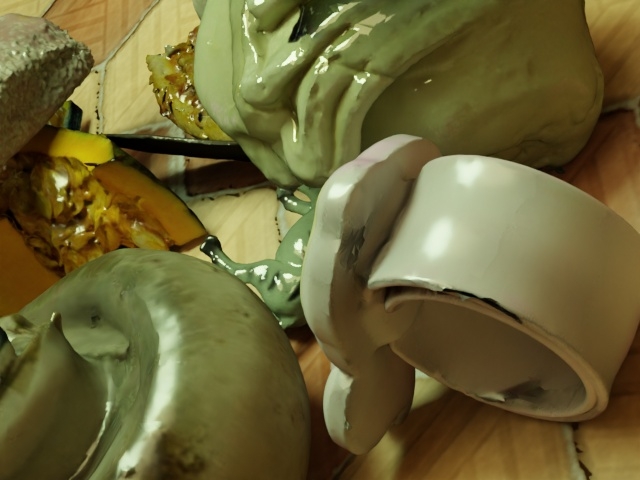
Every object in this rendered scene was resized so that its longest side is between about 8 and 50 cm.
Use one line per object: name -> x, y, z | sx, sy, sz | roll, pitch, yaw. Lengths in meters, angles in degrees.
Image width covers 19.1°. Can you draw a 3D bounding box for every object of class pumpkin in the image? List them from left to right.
pumpkin -> -0.260, -0.002, 1.800 | 0.190, 0.139, 0.280 | -52, 30, -14

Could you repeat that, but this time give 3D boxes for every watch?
watch -> 0.111, 0.052, 1.300 | 0.218, 0.248, 0.211 | 17, 66, 26

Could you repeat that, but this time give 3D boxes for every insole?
insole -> -0.087, -0.082, 1.721 | 0.328, 0.111, 0.007 | 5, 86, 44

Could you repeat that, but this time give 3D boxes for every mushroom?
mushroom -> -0.188, 0.159, 1.412 | 0.362, 0.294, 0.362 | -29, 40, 28

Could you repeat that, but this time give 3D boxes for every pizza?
pizza -> -0.064, -0.159, 1.784 | 0.305, 0.085, 0.161 | 7, 61, 50

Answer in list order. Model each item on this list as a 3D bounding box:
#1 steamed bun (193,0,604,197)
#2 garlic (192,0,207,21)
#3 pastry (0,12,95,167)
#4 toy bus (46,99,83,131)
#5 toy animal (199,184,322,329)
steamed bun -> 0.053, -0.172, 1.465 | 0.320, 0.206, 0.275 | -3, 46, 5
garlic -> 0.008, -0.263, 1.715 | 0.292, 0.237, 0.210 | 29, 109, 50
pastry -> -0.313, -0.119, 1.766 | 0.103, 0.112, 0.265 | -1, 47, 33
toy bus -> -0.403, -0.075, 2.011 | 0.275, 0.167, 0.138 | -29, 38, 28
toy animal -> 0.003, 0.002, 1.561 | 0.176, 0.073, 0.217 | 25, 80, 40
